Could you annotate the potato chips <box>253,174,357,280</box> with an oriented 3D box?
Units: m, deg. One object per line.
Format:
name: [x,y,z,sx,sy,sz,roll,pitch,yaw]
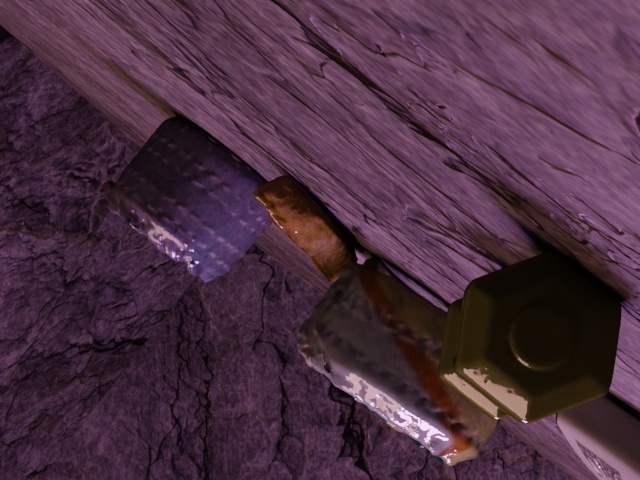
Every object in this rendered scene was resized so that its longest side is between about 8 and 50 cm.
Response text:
potato chips: [0.000,0.000,2.010,0.080,0.057,0.407,50,180,17]

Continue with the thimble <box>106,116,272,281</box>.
thimble: [-0.179,-0.052,2.193,0.205,0.172,0.236,40,178,9]

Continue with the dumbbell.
dumbbell: [0.152,0.079,1.187,0.108,0.121,0.302,8,175,2]

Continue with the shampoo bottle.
shampoo bottle: [0.371,0.252,1.556,0.284,0.071,0.153,29,164,48]

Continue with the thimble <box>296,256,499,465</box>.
thimble: [0.116,0.159,2.031,0.288,0.167,0.254,37,175,-7]
